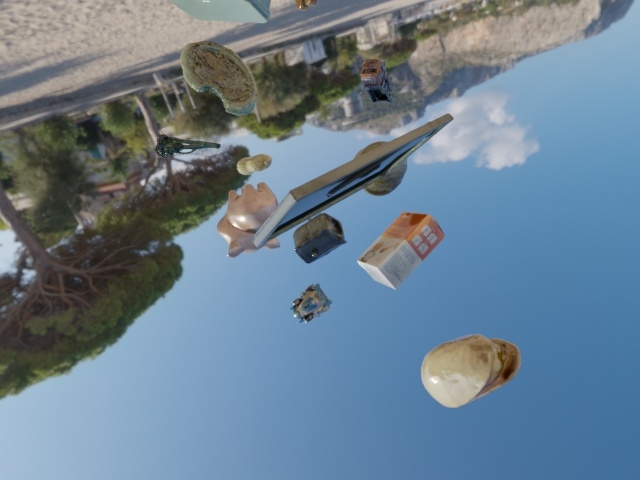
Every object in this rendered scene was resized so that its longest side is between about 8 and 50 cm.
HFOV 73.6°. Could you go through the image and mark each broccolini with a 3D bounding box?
[{"bbox_3d":[-0.409,-0.286,1.314,0.201,0.058,0.074,4,164,-3],"label":"broccolini"}]

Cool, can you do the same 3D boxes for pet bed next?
[{"bbox_3d":[0.000,0.000,1.950,0.210,0.183,0.159,-31,-124,23],"label":"pet bed"}]

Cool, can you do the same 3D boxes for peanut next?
[{"bbox_3d":[-0.286,-0.333,1.861,0.187,0.082,0.082,-6,-155,40],"label":"peanut"}]

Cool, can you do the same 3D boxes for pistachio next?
[{"bbox_3d":[0.403,0.362,1.185,0.187,0.187,0.299,-37,172,-37],"label":"pistachio"}]

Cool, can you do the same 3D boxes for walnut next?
[{"bbox_3d":[0.287,-0.345,2.052,0.282,0.283,0.227,-27,-157,-20],"label":"walnut"}]

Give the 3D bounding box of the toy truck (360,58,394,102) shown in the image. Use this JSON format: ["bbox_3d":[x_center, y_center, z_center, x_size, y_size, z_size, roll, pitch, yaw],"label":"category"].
[{"bbox_3d":[0.215,-0.588,1.601,0.083,0.192,0.092,10,-104,28],"label":"toy truck"}]

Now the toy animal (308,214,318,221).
[{"bbox_3d":[-0.003,-0.039,2.264,0.114,0.245,0.146,10,-133,27],"label":"toy animal"}]

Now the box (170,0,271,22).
[{"bbox_3d":[-0.324,-0.974,1.503,0.351,0.344,0.177,14,-178,24],"label":"box"}]

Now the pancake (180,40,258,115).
[{"bbox_3d":[-0.280,-0.469,1.216,0.037,0.254,0.253,-35,-172,42],"label":"pancake"}]

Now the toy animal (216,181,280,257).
[{"bbox_3d":[-0.279,-0.081,1.705,0.237,0.270,0.326,-11,178,-35],"label":"toy animal"}]

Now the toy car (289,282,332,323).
[{"bbox_3d":[-0.042,0.255,1.730,0.161,0.126,0.098,-33,169,-19],"label":"toy car"}]

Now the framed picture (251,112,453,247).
[{"bbox_3d":[0.065,-0.136,0.994,0.446,0.028,0.326,-31,177,-27],"label":"framed picture"}]

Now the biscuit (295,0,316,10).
[{"bbox_3d":[-0.041,-0.855,1.274,0.044,0.295,0.186,-9,-157,-20],"label":"biscuit"}]

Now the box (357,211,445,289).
[{"bbox_3d":[0.359,0.033,1.922,0.341,0.143,0.225,-46,-161,-9],"label":"box"}]
